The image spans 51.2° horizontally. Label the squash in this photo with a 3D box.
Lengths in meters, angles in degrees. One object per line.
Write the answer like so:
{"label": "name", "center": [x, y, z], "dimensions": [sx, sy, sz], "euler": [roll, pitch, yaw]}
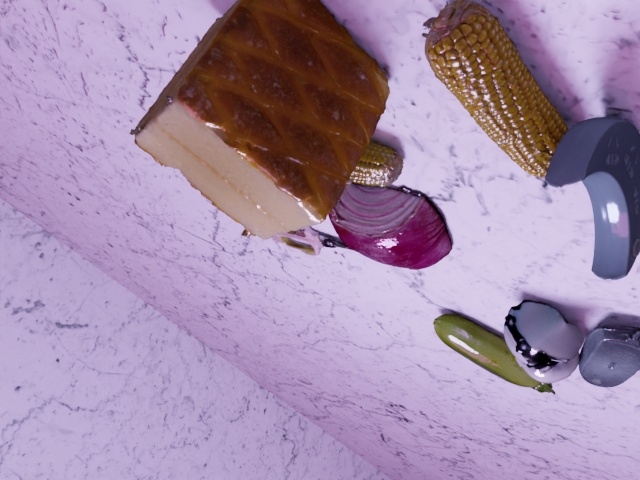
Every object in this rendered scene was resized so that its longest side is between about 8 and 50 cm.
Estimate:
{"label": "squash", "center": [0.419, 0.272, 1.577], "dimensions": [0.341, 0.094, 0.094], "euler": [31, 155, 0]}

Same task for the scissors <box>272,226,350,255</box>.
{"label": "scissors", "center": [0.000, 0.000, 1.563], "dimensions": [0.317, 0.024, 0.160], "euler": [13, 151, 31]}

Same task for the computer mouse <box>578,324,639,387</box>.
{"label": "computer mouse", "center": [0.582, 0.215, 1.320], "dimensions": [0.113, 0.068, 0.229], "euler": [17, 144, 8]}

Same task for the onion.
{"label": "onion", "center": [0.127, 0.000, 1.335], "dimensions": [0.250, 0.111, 0.247], "euler": [10, 148, 32]}

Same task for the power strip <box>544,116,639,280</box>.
{"label": "power strip", "center": [0.380, -0.061, 0.878], "dimensions": [0.054, 0.168, 0.253], "euler": [11, 155, 47]}

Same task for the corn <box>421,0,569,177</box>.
{"label": "corn", "center": [0.237, -0.184, 0.874], "dimensions": [0.293, 0.106, 0.106], "euler": [44, 151, -28]}

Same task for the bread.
{"label": "bread", "center": [-0.075, -0.190, 0.979], "dimensions": [0.279, 0.279, 0.207], "euler": [41, 152, -18]}

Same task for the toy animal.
{"label": "toy animal", "center": [0.455, 0.220, 1.355], "dimensions": [0.138, 0.166, 0.179], "euler": [-19, 139, 10]}

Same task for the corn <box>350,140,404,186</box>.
{"label": "corn", "center": [-0.010, -0.162, 1.192], "dimensions": [0.319, 0.097, 0.097], "euler": [17, 153, 20]}
